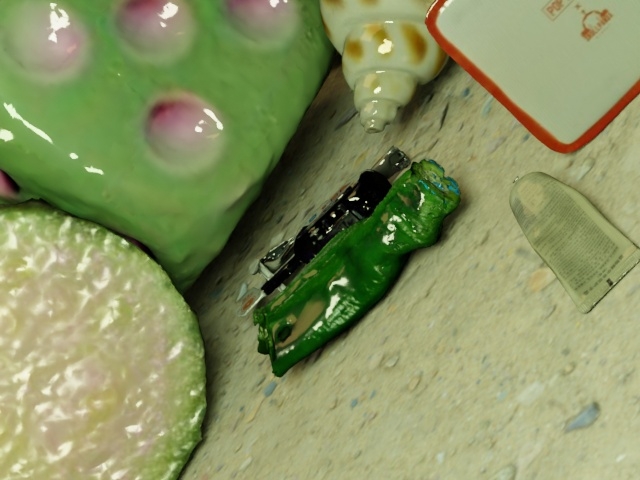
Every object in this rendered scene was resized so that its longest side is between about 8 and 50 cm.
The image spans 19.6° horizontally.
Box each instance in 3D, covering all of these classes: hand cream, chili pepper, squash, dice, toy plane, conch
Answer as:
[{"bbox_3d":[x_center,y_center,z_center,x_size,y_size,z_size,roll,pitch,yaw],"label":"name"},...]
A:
[{"bbox_3d":[0.170,-0.005,1.271,0.057,0.037,0.165,-47,29,8],"label":"hand cream"},{"bbox_3d":[0.024,0.026,1.457,0.224,0.061,0.098,-47,19,20],"label":"chili pepper"},{"bbox_3d":[-0.270,0.126,1.636,0.310,0.310,0.309,-54,8,-9],"label":"squash"},{"bbox_3d":[-0.196,-0.135,1.702,0.330,0.318,0.322,-61,8,-23],"label":"dice"},{"bbox_3d":[0.000,0.001,1.564,0.197,0.053,0.078,-44,14,14],"label":"toy plane"},{"bbox_3d":[0.084,-0.220,1.609,0.275,0.149,0.182,-49,-11,-20],"label":"conch"}]

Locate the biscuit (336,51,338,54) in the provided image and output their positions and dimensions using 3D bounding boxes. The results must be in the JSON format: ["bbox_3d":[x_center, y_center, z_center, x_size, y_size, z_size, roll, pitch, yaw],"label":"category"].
[{"bbox_3d":[-0.009,-0.231,1.931,0.225,0.036,0.166,-28,47,51],"label":"biscuit"}]

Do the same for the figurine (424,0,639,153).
[{"bbox_3d":[0.179,-0.202,1.423,0.183,0.160,0.226,-45,14,10],"label":"figurine"}]
